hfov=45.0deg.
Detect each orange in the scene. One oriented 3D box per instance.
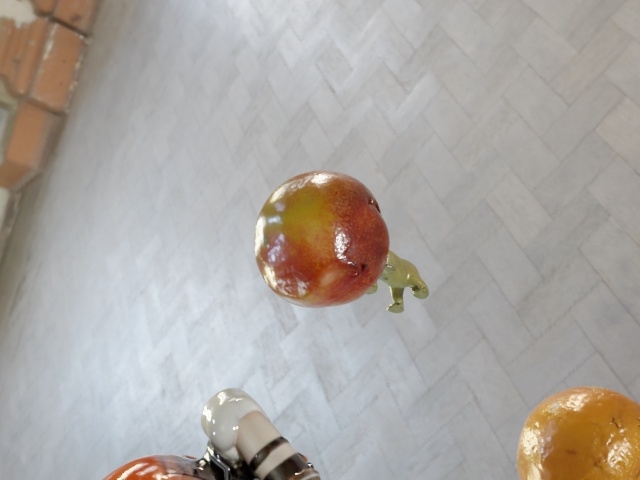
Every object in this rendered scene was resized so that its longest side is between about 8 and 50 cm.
[{"bbox_3d":[0.344,0.280,0.998,0.161,0.193,0.193,27,94,59],"label":"orange"}]

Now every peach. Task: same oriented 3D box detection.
[{"bbox_3d":[0.000,0.000,1.266,0.231,0.231,0.231,-25,54,41],"label":"peach"}]

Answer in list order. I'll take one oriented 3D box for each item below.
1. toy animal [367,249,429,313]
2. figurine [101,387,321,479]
[{"bbox_3d":[0.125,0.049,1.452,0.103,0.218,0.101,-20,54,32],"label":"toy animal"},{"bbox_3d":[-0.171,0.339,0.946,0.323,0.196,0.320,-44,20,-13],"label":"figurine"}]
